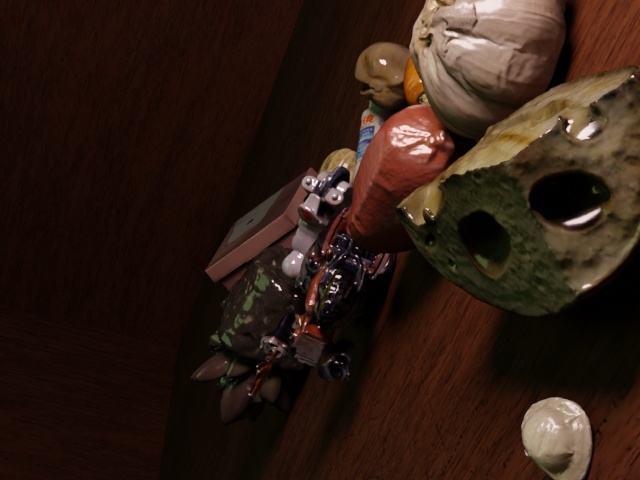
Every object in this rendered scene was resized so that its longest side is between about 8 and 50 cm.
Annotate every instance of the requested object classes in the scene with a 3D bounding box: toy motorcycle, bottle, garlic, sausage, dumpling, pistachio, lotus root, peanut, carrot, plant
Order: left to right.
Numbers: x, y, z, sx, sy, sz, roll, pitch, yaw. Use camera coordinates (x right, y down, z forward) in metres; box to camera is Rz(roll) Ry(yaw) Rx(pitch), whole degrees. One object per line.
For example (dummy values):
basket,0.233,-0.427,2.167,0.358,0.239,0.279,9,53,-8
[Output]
plant,-0.097,0.175,1.954,0.320,0.194,0.181,-60,14,30
toy motorcycle,0.000,0.000,1.756,0.171,0.110,0.260,-49,-23,-27
toy motorcycle,0.010,0.096,1.574,0.401,0.134,0.207,-66,1,-51
peanut,0.023,-0.068,1.917,0.093,0.083,0.194,-100,26,-76
bottle,0.094,-0.179,1.798,0.060,0.060,0.217,124,160,-57
pistachio,0.109,-0.269,1.743,0.149,0.113,0.113,-80,11,-60
sausage,0.113,-0.072,1.355,0.254,0.148,0.148,112,169,-65
carrot,0.154,-0.266,1.636,0.256,0.061,0.061,-85,15,-55
garlic,0.181,-0.224,1.203,0.228,0.152,0.227,-167,90,-85
lotus root,0.198,-0.038,0.953,0.210,0.142,0.314,-37,6,-3
dumpling,0.196,0.160,0.898,0.059,0.043,0.077,-45,20,22

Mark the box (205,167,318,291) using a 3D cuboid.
box,-0.088,-0.014,2.058,0.215,0.086,0.215,-35,15,26
